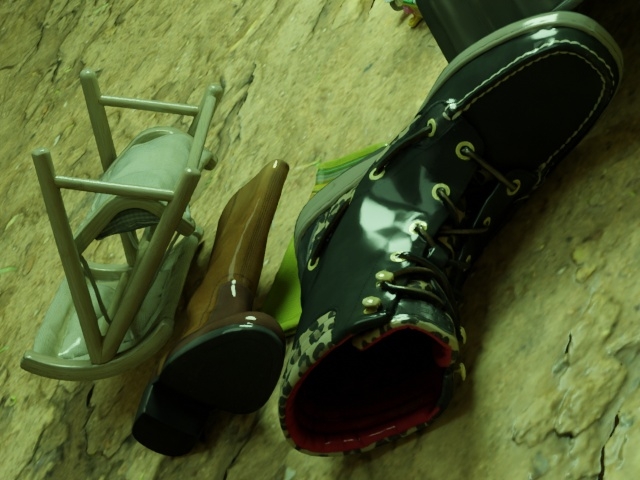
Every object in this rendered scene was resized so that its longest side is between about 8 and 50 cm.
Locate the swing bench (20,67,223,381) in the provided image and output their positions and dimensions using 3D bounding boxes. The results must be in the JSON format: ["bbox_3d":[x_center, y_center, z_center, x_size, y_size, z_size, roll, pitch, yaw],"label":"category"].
[{"bbox_3d":[-0.203,-0.014,2.023,0.253,0.165,0.254,-81,-1,-65],"label":"swing bench"}]

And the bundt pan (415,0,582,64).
[{"bbox_3d":[0.218,-0.292,1.764,0.331,0.124,0.331,-37,5,3],"label":"bundt pan"}]

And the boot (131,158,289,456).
[{"bbox_3d":[-0.068,0.044,1.836,0.264,0.096,0.280,124,169,-57],"label":"boot"}]

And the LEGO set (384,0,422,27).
[{"bbox_3d":[0.141,-0.304,2.051,0.287,0.107,0.132,-10,44,53],"label":"LEGO set"}]

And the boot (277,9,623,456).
[{"bbox_3d":[0.102,-0.001,1.622,0.377,0.138,0.284,-36,25,31],"label":"boot"}]

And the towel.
[{"bbox_3d":[0.000,0.000,1.926,0.102,0.021,0.237,-23,34,44],"label":"towel"}]
